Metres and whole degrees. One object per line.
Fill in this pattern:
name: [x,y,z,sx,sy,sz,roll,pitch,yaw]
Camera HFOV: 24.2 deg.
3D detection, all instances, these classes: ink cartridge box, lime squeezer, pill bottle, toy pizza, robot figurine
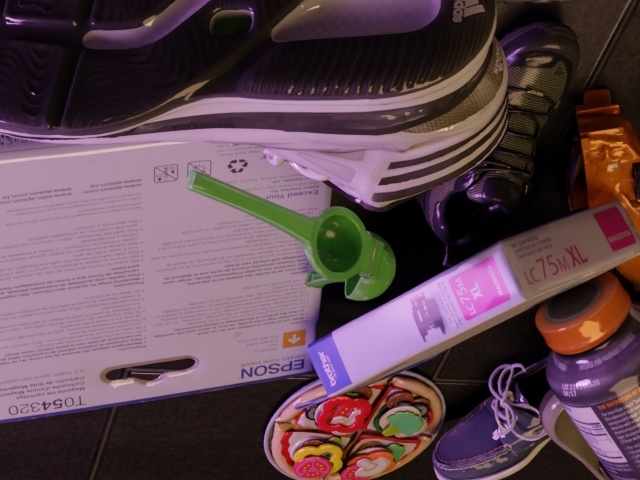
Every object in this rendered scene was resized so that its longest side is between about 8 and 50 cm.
ink cartridge box: [-0.157,0.014,1.312,0.324,0.071,0.330,-8,138,-13]
lime squeezer: [0.000,0.000,1.170,0.059,0.110,0.310,-60,159,-4]
pill bottle: [0.300,0.146,1.410,0.130,0.130,0.245,-30,110,14]
toy pizza: [0.039,0.208,1.604,0.201,0.032,0.201,-9,137,-8]
ink cartridge box: [0.120,0.063,1.356,0.186,0.065,0.311,-17,167,-45]
robot figurine: [0.326,-0.022,1.399,0.211,0.085,0.291,-7,138,10]

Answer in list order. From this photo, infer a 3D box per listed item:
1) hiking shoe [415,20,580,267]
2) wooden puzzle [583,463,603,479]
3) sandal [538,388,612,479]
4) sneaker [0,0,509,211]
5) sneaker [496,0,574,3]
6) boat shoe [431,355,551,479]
hiking shoe: [0.162,-0.080,1.279,0.086,0.114,0.227,10,131,-25]
wooden puzzle: [0.462,0.212,1.704,0.322,0.080,0.348,-30,136,14]
sandal: [0.347,0.228,1.552,0.303,0.086,0.120,25,106,-32]
sneaker: [-0.076,-0.096,1.106,0.448,0.169,0.257,3,157,18]
sneaker: [0.075,-0.235,1.124,0.275,0.107,0.110,-2,102,-7]
boat shoe: [0.225,0.176,1.582,0.254,0.095,0.079,-26,138,9]
